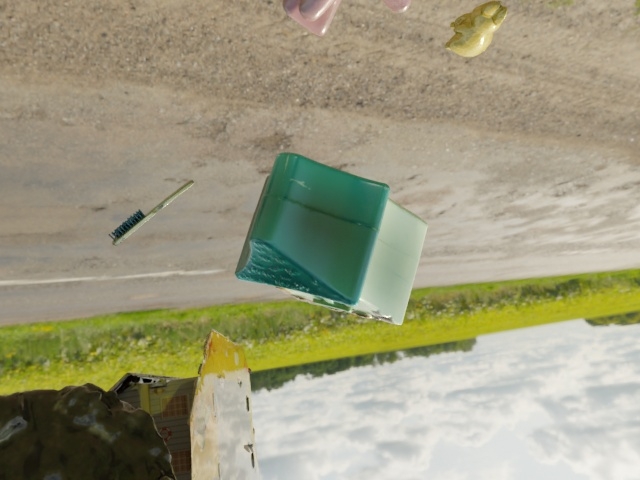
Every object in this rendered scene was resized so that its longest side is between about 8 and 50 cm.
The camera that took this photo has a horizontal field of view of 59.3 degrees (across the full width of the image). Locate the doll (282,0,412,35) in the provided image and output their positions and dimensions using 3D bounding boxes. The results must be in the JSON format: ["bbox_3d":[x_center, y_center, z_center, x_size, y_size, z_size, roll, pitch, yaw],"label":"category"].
[{"bbox_3d":[0.050,-0.202,0.281,0.093,0.211,0.262,31,-170,-32],"label":"doll"}]

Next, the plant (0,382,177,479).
[{"bbox_3d":[-0.177,0.214,0.351,0.149,0.146,0.274,7,126,-25],"label":"plant"}]

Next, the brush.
[{"bbox_3d":[-0.139,-0.026,0.462,0.083,0.013,0.016,-40,-166,-14],"label":"brush"}]

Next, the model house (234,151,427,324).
[{"bbox_3d":[0.000,0.000,0.469,0.127,0.100,0.149,8,165,37],"label":"model house"}]

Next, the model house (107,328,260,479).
[{"bbox_3d":[-0.141,0.192,0.495,0.136,0.207,0.219,-9,165,5],"label":"model house"}]

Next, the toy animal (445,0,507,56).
[{"bbox_3d":[0.294,-0.388,1.006,0.083,0.070,0.159,17,171,-9],"label":"toy animal"}]
